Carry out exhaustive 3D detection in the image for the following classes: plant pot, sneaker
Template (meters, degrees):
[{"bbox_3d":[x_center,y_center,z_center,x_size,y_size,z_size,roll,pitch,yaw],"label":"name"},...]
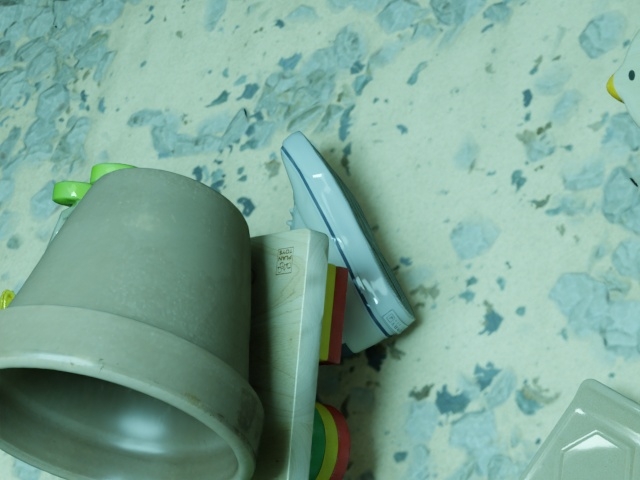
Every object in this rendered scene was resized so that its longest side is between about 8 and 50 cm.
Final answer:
[{"bbox_3d":[-0.156,0.068,1.437,0.263,0.263,0.229,-4,56,31],"label":"plant pot"},{"bbox_3d":[0.000,0.000,1.627,0.091,0.094,0.258,-32,51,8],"label":"sneaker"}]

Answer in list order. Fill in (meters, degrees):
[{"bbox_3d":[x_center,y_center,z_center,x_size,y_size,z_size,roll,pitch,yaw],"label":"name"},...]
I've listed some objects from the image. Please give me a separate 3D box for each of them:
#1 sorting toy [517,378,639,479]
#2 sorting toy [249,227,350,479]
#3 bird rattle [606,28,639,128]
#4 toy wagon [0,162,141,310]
[{"bbox_3d":[0.238,0.241,1.371,0.193,0.038,0.208,30,86,41],"label":"sorting toy"},{"bbox_3d":[-0.068,0.134,1.549,0.257,0.089,0.256,-9,71,50],"label":"sorting toy"},{"bbox_3d":[0.372,-0.165,1.498,0.253,0.143,0.207,42,101,29],"label":"bird rattle"},{"bbox_3d":[-0.249,0.071,1.703,0.344,0.068,0.267,-14,67,62],"label":"toy wagon"}]
